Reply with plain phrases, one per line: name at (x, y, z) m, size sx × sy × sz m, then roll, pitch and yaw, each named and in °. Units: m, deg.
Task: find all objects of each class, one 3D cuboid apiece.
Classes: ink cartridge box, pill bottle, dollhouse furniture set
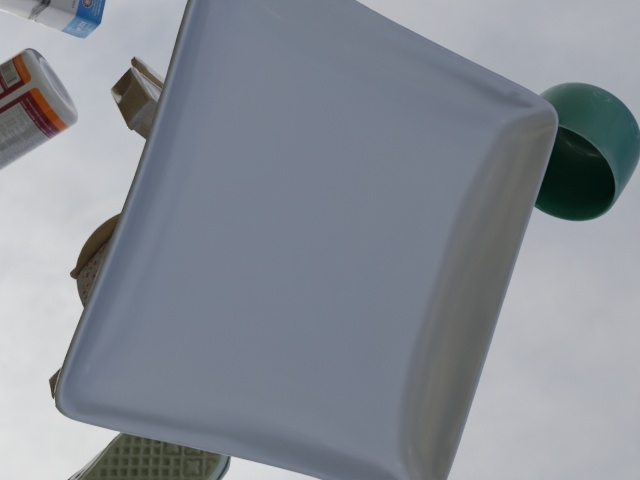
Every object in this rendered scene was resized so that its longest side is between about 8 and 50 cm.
ink cartridge box at (-0.441, -0.426, 1.949) m, size 0.082 × 0.190 × 0.140 m, roll -17°, pitch -119°, yaw 56°
pill bottle at (-0.448, -0.153, 1.630) m, size 0.221 × 0.121 × 0.121 m, roll -31°, pitch -123°, yaw 2°
dollhouse furniture set at (-0.285, -0.030, 1.547) m, size 0.355 × 0.174 × 0.303 m, roll -46°, pitch -147°, yaw 8°

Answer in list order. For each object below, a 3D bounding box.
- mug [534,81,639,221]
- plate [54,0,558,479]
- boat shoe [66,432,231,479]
mug at (0.258, -0.109, 1.260) m, size 0.129 × 0.158 × 0.097 m, roll -22°, pitch -157°, yaw 52°
plate at (0.000, 0.000, 0.731) m, size 0.045 × 0.277 × 0.278 m, roll 12°, pitch -98°, yaw 58°
boat shoe at (-0.312, 0.396, 1.515) m, size 0.500 × 0.156 × 0.187 m, roll -42°, pitch -103°, yaw -14°
